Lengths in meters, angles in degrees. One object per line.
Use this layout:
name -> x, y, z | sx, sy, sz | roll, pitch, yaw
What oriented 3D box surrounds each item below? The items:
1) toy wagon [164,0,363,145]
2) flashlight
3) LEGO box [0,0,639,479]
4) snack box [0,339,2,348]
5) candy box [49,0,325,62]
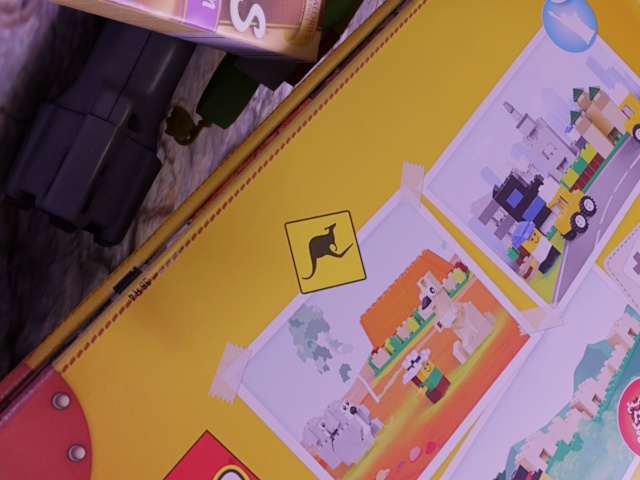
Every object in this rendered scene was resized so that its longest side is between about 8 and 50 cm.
toy wagon -> -0.009, -0.215, 0.686 | 0.344, 0.068, 0.267 | -57, -163, 10
flashlight -> -0.098, -0.146, 0.550 | 0.103, 0.103, 0.304 | 37, 73, -54
LEGO box -> 0.077, 0.068, 0.578 | 0.500, 0.372, 0.193 | -47, -171, -21
snack box -> -0.209, 0.047, 0.417 | 0.141, 0.037, 0.100 | 97, 13, -52
candy box -> -0.072, -0.165, 0.456 | 0.186, 0.053, 0.109 | 3, 97, -50
